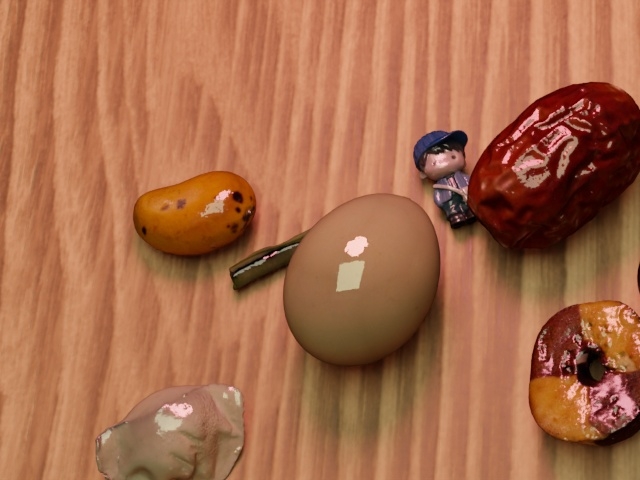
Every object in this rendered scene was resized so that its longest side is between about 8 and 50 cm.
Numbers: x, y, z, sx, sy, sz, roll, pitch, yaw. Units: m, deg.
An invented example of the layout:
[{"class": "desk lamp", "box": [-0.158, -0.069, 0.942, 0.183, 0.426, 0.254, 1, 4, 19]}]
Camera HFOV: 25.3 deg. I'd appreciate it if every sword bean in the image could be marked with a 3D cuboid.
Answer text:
[{"class": "sword bean", "box": [0.001, 0.000, 1.923, 0.269, 0.038, 0.043, -22, 65, 1]}]

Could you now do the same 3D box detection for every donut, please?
[{"class": "donut", "box": [0.336, 0.167, 1.725, 0.166, 0.073, 0.184, -21, 54, 24]}]

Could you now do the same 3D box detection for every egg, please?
[{"class": "egg", "box": [0.055, 0.047, 1.802, 0.186, 0.186, 0.242, 20, 61, 21]}]

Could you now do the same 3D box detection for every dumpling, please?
[{"class": "dumpling", "box": [-0.180, 0.263, 1.802, 0.181, 0.111, 0.155, -16, 92, 12]}]

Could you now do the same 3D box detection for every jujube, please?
[{"class": "jujube", "box": [0.304, -0.097, 1.826, 0.250, 0.174, 0.174, -37, 62, 0]}]

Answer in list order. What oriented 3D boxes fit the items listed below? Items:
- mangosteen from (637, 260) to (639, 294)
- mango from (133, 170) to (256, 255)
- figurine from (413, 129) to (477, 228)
[{"class": "mangosteen", "box": [0.455, 0.041, 1.749, 0.152, 0.152, 0.153, -5, 63, 10]}, {"class": "mango", "box": [-0.173, -0.034, 1.950, 0.178, 0.090, 0.115, -14, 52, 10]}, {"class": "figurine", "box": [0.175, -0.085, 1.918, 0.077, 0.079, 0.136, -19, 85, -1]}]
